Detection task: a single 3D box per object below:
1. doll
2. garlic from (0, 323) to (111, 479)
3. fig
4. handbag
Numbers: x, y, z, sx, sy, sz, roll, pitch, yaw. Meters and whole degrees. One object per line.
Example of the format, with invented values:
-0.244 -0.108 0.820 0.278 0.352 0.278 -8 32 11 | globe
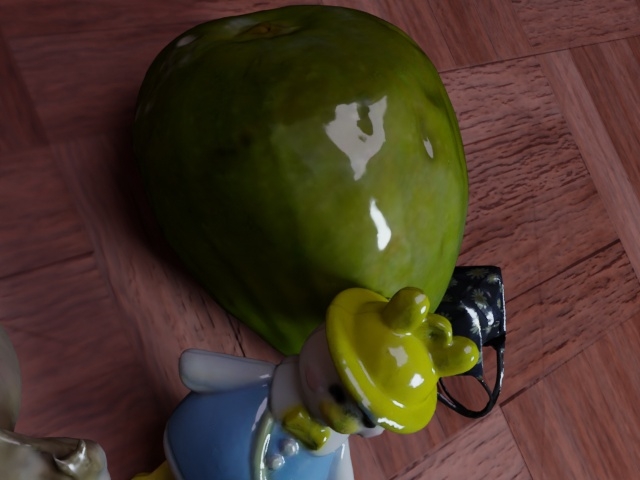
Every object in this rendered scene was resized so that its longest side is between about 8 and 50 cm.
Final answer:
-0.014 0.107 0.537 0.135 0.241 0.099 59 26 13 | doll
-0.234 0.107 0.356 0.210 0.292 0.237 6 91 -51 | garlic
0.011 -0.028 0.643 0.314 0.233 0.233 50 45 -37 | fig
0.110 0.091 0.739 0.072 0.115 0.139 -40 116 -43 | handbag
